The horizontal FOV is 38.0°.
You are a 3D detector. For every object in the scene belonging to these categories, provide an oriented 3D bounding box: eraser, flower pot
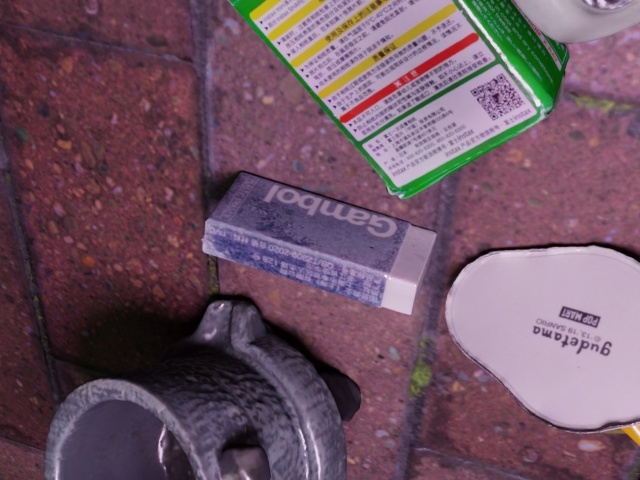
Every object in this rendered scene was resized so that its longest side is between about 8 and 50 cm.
[{"bbox_3d":[0.000,0.000,0.902,0.212,0.092,0.046,17,131,9],"label":"eraser"},{"bbox_3d":[-0.114,0.218,1.015,0.299,0.283,0.299,3,95,34],"label":"flower pot"}]

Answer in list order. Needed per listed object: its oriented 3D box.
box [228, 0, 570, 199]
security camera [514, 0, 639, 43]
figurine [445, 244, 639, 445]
[{"bbox_3d":[0.059,-0.167,0.732,0.180,0.103,0.250,-27,114,38],"label":"box"},{"bbox_3d":[0.144,-0.276,0.626,0.157,0.080,0.301,-27,109,38],"label":"security camera"},{"bbox_3d":[0.254,0.102,0.880,0.250,0.166,0.141,29,177,34],"label":"figurine"}]
